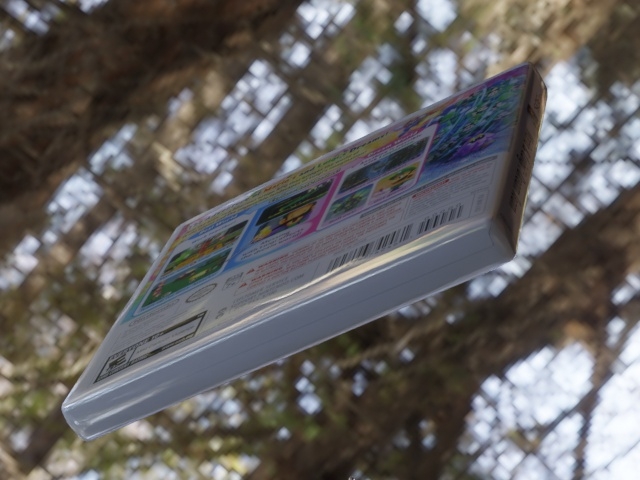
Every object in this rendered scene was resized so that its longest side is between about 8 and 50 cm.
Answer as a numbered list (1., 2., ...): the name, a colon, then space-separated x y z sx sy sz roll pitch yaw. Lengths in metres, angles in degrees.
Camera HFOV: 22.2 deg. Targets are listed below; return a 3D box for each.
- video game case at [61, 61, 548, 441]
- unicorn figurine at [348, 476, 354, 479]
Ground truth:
1. video game case: 0.000 0.000 0.552 0.019 0.157 0.143 59 -158 -16
2. unicorn figurine: -0.005 0.205 0.720 0.060 0.111 0.162 29 -136 -6
